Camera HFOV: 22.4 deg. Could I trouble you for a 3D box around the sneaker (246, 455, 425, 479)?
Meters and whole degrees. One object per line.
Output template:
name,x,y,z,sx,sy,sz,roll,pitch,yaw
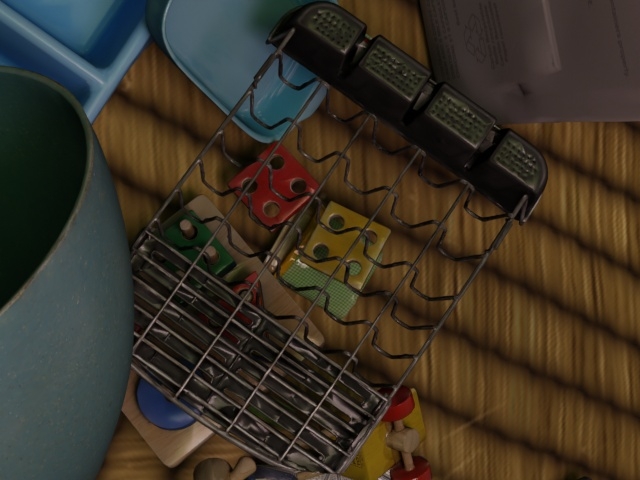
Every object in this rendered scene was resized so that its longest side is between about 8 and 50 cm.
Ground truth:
sneaker,0.015,0.165,1.128,0.135,0.052,0.058,10,69,-12

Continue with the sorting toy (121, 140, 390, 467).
sorting toy,-0.082,0.049,1.052,0.274,0.046,0.132,-39,77,-7

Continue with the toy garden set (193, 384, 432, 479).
toy garden set,-0.016,0.205,1.076,0.244,0.049,0.204,-15,116,1

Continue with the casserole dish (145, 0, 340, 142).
casserole dish,-0.051,-0.142,1.060,0.114,0.037,0.188,-59,143,-8

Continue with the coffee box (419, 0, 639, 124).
coffee box,0.260,-0.268,1.035,0.334,0.338,0.338,-13,96,-17

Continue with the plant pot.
plant pot,-0.219,0.069,0.890,0.290,0.290,0.195,-35,129,-13

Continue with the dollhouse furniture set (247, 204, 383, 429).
dollhouse furniture set,-0.014,0.049,1.106,0.076,0.058,0.152,32,82,-16

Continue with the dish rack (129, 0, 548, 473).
dish rack,0.000,0.000,1.008,0.208,0.074,0.271,35,79,-1

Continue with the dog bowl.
dog bowl,-0.195,-0.134,1.037,0.166,0.074,0.297,35,82,-15

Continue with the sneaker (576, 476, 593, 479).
sneaker,0.261,0.273,1.180,0.258,0.094,0.091,40,85,-14
